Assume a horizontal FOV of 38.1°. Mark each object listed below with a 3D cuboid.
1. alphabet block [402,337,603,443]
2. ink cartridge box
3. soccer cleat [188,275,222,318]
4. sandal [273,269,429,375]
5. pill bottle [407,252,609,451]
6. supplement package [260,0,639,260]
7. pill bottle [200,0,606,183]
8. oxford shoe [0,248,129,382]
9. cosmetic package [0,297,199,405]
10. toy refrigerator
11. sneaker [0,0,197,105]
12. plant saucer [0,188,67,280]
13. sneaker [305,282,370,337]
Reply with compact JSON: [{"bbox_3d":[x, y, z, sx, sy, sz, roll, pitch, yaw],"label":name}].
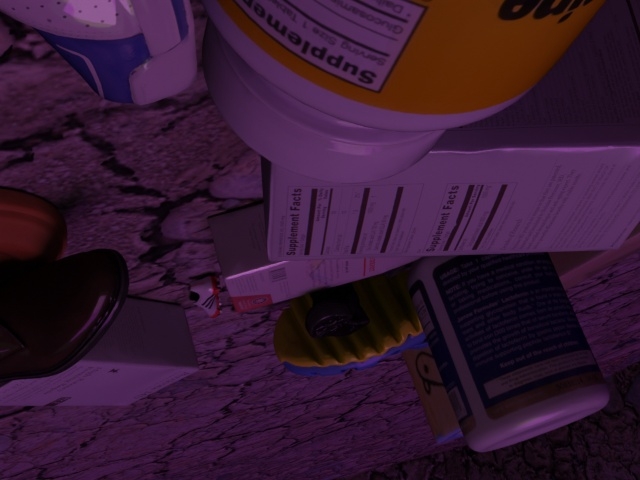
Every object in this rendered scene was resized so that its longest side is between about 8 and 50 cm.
[{"bbox_3d":[0.250,0.156,1.343,0.193,0.197,0.192,-7,155,-31],"label":"alphabet block"},{"bbox_3d":[0.000,0.000,0.900,0.198,0.067,0.115,-15,160,-5],"label":"ink cartridge box"},{"bbox_3d":[-0.126,0.062,1.009,0.036,0.029,0.083,-7,154,-9],"label":"soccer cleat"},{"bbox_3d":[0.100,0.098,1.130,0.318,0.126,0.138,-16,145,-1],"label":"sandal"},{"bbox_3d":[0.180,0.072,0.971,0.153,0.264,0.153,-17,161,-6],"label":"pill bottle"},{"bbox_3d":[0.084,-0.078,0.599,0.244,0.139,0.134,-1,151,-5],"label":"supplement package"},{"bbox_3d":[0.049,-0.163,0.364,0.188,0.187,0.334,-11,158,-22],"label":"pill bottle"},{"bbox_3d":[-0.251,0.067,0.725,0.227,0.082,0.096,-27,154,17],"label":"oxford shoe"},{"bbox_3d":[-0.242,0.114,0.952,0.117,0.085,0.231,-29,157,24],"label":"cosmetic package"},{"bbox_3d":[0.302,0.004,1.158,0.102,0.094,0.269,-6,158,-42],"label":"toy refrigerator"},{"bbox_3d":[-0.163,-0.160,0.301,0.182,0.127,0.315,-17,153,2],"label":"sneaker"},{"bbox_3d":[-0.299,0.022,0.734,0.200,0.037,0.200,-18,160,-7],"label":"plant saucer"},{"bbox_3d":[0.007,0.057,1.004,0.051,0.089,0.170,-31,164,12],"label":"sneaker"}]
